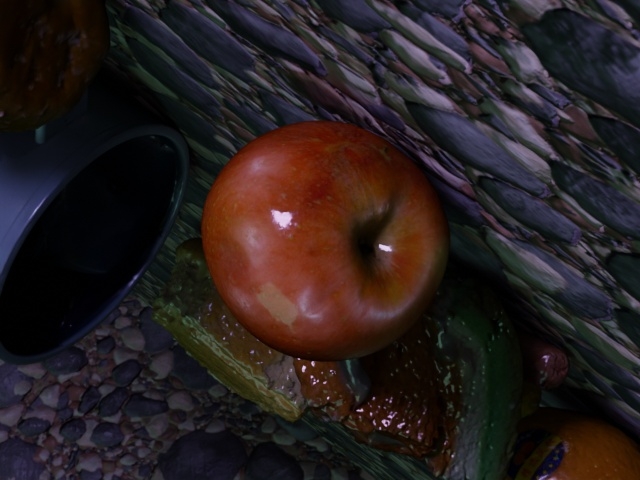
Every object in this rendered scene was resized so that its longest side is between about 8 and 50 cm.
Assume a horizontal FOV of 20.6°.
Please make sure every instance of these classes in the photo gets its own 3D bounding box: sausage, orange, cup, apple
[{"bbox_3d":[0.133,0.074,1.379,0.158,0.036,0.042,29,130,44],"label":"sausage"},{"bbox_3d":[0.202,0.218,1.451,0.177,0.155,0.177,36,163,13],"label":"orange"},{"bbox_3d":[-0.327,-0.088,1.594,0.311,0.257,0.331,35,172,19],"label":"cup"},{"bbox_3d":[0.000,0.000,1.143,0.163,0.163,0.139,43,157,-31],"label":"apple"}]

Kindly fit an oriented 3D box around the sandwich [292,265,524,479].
[{"bbox_3d":[0.065,0.111,1.322,0.109,0.159,0.185,-133,31,-63],"label":"sandwich"}]

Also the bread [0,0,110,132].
[{"bbox_3d":[-0.292,-0.178,1.283,0.246,0.176,0.195,31,167,31],"label":"bread"}]

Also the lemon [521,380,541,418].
[{"bbox_3d":[0.144,0.113,1.430,0.092,0.065,0.065,41,176,47],"label":"lemon"}]

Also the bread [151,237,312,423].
[{"bbox_3d":[-0.082,0.100,1.994,0.245,0.121,0.174,41,162,0],"label":"bread"}]
